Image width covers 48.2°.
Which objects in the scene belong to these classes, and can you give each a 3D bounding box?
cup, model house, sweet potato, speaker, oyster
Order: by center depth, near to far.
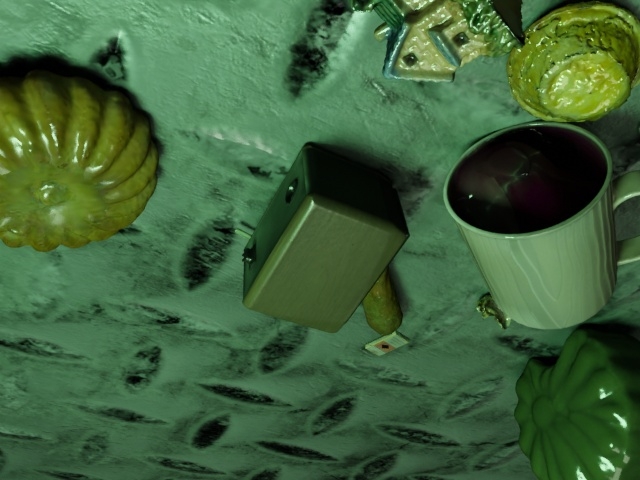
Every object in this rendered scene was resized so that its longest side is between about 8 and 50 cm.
[{"bbox_3d":[0.110,-0.276,0.804,0.172,0.166,0.183,-24,122,33],"label":"model house"},{"bbox_3d":[0.353,-0.032,1.067,0.288,0.208,0.273,-31,135,2],"label":"cup"},{"bbox_3d":[0.000,0.000,1.111,0.193,0.153,0.230,21,124,-20],"label":"speaker"},{"bbox_3d":[0.106,0.086,1.315,0.075,0.075,0.273,-5,136,9],"label":"sweet potato"},{"bbox_3d":[0.326,0.142,1.372,0.038,0.081,0.083,-8,110,47],"label":"oyster"}]

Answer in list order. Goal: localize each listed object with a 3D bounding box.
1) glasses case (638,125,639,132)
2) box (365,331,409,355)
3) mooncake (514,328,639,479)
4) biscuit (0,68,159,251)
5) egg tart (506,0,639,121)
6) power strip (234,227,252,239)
[{"bbox_3d":[0.491,-0.146,1.046,0.032,0.021,0.083,-20,136,28],"label":"glasses case"},{"bbox_3d":[0.141,0.218,1.514,0.083,0.012,0.046,-32,131,32],"label":"box"},{"bbox_3d":[0.540,0.359,1.436,0.188,0.351,0.351,6,142,-23],"label":"mooncake"},{"bbox_3d":[-0.393,-0.093,1.040,0.326,0.107,0.325,-11,140,-9],"label":"biscuit"},{"bbox_3d":[0.334,-0.218,0.929,0.191,0.074,0.191,3,140,3],"label":"egg tart"},{"bbox_3d":[-0.073,0.012,1.248,0.175,0.042,0.075,25,137,-26],"label":"power strip"}]
